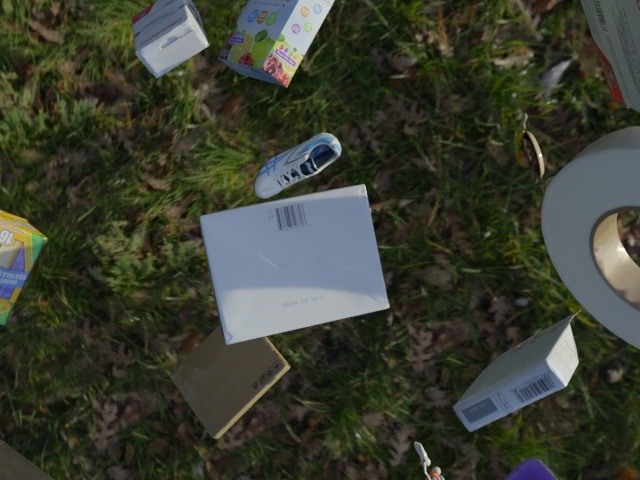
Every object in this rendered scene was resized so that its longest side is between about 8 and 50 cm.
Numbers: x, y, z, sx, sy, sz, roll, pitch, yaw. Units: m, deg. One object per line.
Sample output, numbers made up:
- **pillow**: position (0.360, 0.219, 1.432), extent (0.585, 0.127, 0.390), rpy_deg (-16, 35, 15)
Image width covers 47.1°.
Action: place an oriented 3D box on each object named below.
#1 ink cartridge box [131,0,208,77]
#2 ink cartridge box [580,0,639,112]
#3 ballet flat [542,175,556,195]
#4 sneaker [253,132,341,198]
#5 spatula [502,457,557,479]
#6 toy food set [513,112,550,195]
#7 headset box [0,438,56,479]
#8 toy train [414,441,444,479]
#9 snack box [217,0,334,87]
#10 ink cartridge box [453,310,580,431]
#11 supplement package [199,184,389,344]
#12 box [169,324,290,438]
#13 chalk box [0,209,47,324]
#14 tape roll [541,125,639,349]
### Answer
- **ink cartridge box**: position (-0.263, -0.362, 1.272), extent (0.109, 0.150, 0.063), rpy_deg (-30, 132, 8)
- **ink cartridge box**: position (0.436, -0.262, 0.921), extent (0.114, 0.273, 0.197), rpy_deg (-23, 108, 11)
- **ballet flat**: position (0.497, -0.039, 1.483), extent (0.206, 0.073, 0.067), rpy_deg (50, 41, -32)
- **sneaker**: position (-0.058, -0.176, 1.761), extent (0.237, 0.086, 0.085), rpy_deg (-33, 120, 5)
- **spatula**: position (0.126, 0.329, 0.670), extent (0.030, 0.084, 0.296), rpy_deg (13, 117, -42)
- **toy food set**: position (0.502, -0.202, 1.772), extent (0.039, 0.132, 0.192), rpy_deg (-18, 76, 5)
- **headset box**: position (-0.206, 0.253, 0.440), extent (0.293, 0.218, 0.110), rpy_deg (32, 103, 11)
- **toy train**: position (0.143, 0.329, 0.929), extent (0.046, 0.125, 0.166), rpy_deg (-29, 136, 2)
- **snack box**: position (-0.076, -0.390, 1.312), extent (0.070, 0.174, 0.207), rpy_deg (30, 89, -39)
- **ink cartridge box**: position (0.563, 0.350, 2.002), extent (0.091, 0.308, 0.385), rpy_deg (56, 34, 7)
- **supplement package**: position (-0.049, 0.033, 1.188), extent (0.262, 0.145, 0.204), rpy_deg (-12, 93, -11)
- **box**: position (-0.178, 0.252, 1.414), extent (0.201, 0.021, 0.164), rpy_deg (-45, 63, 5)
- **chalk box**: position (-0.581, 0.052, 1.232), extent (0.132, 0.132, 0.213), rpy_deg (28, 88, -40)
- **tape roll**: position (0.502, 0.019, 1.060), extent (0.072, 0.392, 0.392), rpy_deg (-38, 100, -24)
